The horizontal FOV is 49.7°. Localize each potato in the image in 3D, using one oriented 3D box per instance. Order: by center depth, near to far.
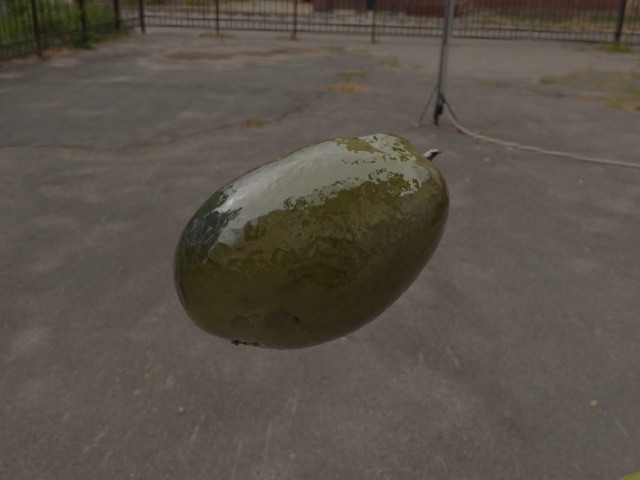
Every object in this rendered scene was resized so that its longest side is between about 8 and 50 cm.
[{"bbox_3d":[0.000,0.000,0.585,0.251,0.159,0.174,-34,-12,0],"label":"potato"}]

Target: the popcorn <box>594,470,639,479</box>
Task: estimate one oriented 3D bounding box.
[{"bbox_3d":[0.149,0.215,0.309,0.251,0.237,0.206,30,10,-34],"label":"popcorn"}]
